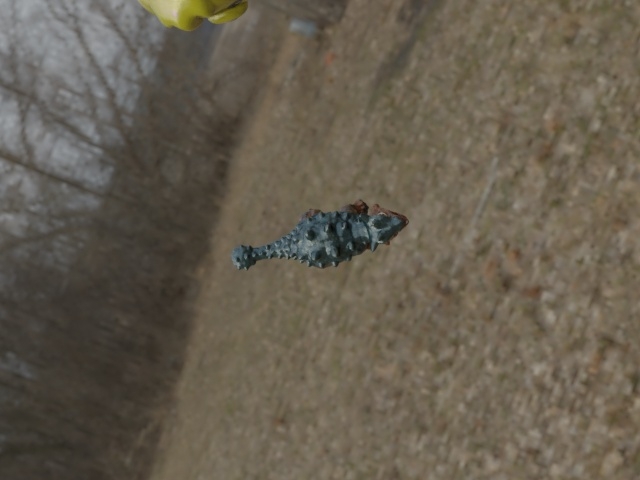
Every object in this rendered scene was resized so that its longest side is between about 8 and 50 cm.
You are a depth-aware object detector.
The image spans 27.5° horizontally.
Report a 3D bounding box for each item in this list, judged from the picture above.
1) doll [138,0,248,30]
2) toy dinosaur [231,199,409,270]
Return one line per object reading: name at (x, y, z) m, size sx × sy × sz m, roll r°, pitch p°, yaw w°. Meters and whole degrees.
doll at (-0.095, -0.242, 1.057) m, size 0.143 × 0.135 × 0.221 m, roll -11°, pitch 20°, yaw 30°
toy dinosaur at (0.000, 0.000, 1.036) m, size 0.055 × 0.154 × 0.049 m, roll -41°, pitch -65°, yaw -67°
